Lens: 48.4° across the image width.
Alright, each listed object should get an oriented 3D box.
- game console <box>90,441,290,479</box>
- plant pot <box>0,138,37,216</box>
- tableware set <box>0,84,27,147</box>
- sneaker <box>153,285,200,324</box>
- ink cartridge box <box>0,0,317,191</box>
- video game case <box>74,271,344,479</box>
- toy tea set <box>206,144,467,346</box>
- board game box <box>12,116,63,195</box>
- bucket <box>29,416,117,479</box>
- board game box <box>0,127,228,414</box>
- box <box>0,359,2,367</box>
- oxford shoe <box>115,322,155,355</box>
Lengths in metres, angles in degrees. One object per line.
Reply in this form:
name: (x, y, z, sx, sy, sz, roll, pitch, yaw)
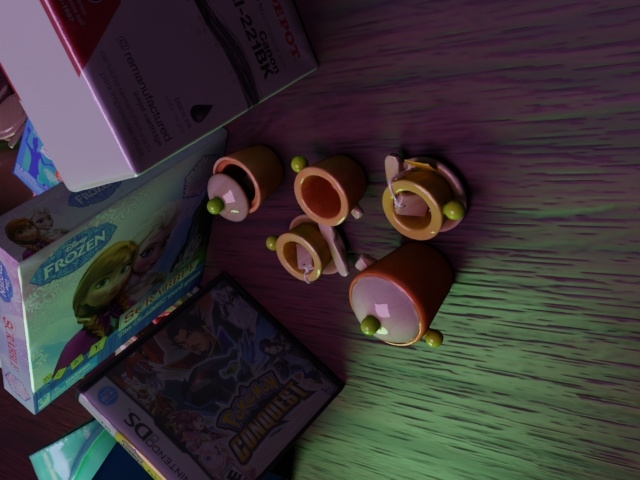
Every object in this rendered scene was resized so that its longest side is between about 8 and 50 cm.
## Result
game console: (-0.209, 0.425, 1.183, 0.293, 0.173, 0.250, 12, 143, 5)
plant pot: (-0.493, -0.041, 1.192, 0.237, 0.237, 0.110, 38, 179, 15)
tableware set: (-0.514, -0.148, 1.134, 0.128, 0.194, 0.039, 30, 172, 36)
sneaker: (-0.179, 0.158, 1.109, 0.208, 0.094, 0.081, 39, 138, 11)
ink cartridge box: (-0.148, -0.196, 0.668, 0.114, 0.273, 0.197, -6, 116, 41)
video game case: (-0.141, 0.204, 0.966, 0.248, 0.275, 0.035, 42, 142, 10)
toy tea set: (0.000, 0.000, 0.795, 0.336, 0.124, 0.200, 14, 129, 35)
board game box: (-0.362, -0.137, 1.047, 0.160, 0.047, 0.210, 40, 125, 12)
bucket: (-0.428, 0.445, 1.430, 0.281, 0.281, 0.183, -31, 88, 50)
board game box: (-0.264, 0.027, 0.912, 0.066, 0.319, 0.318, 35, 139, 15)
box: (-0.572, 0.143, 1.366, 0.182, 0.181, 0.119, 26, 136, 4)
oxford shoe: (-0.301, 0.181, 1.171, 0.397, 0.140, 0.146, 41, 114, 11)
